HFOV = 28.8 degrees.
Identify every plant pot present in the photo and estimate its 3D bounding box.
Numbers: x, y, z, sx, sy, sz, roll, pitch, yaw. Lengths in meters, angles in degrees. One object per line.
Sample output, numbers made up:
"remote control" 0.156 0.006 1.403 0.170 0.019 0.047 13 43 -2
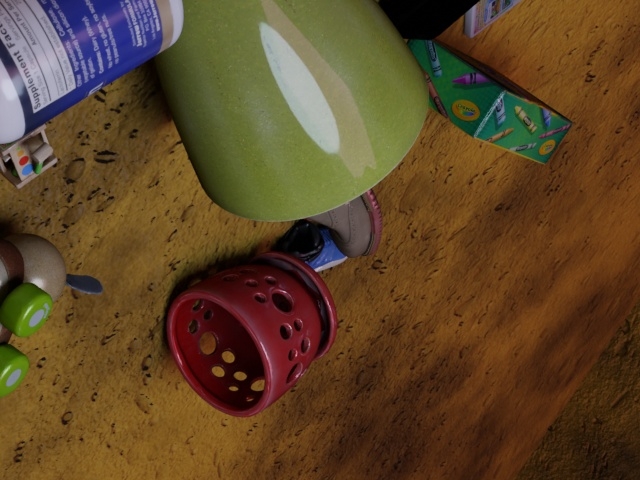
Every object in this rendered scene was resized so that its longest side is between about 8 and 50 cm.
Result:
"plant pot" -0.063 -0.215 1.265 0.275 0.275 0.293 -44 137 -13
"plant pot" -0.086 0.120 1.693 0.174 0.191 0.191 -31 147 -45

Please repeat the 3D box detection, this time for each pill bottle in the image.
"pill bottle" -0.265 -0.179 1.088 0.265 0.153 0.153 -36 149 -24

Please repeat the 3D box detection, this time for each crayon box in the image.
"crayon box" 0.236 -0.201 1.795 0.081 0.165 0.278 -58 152 14

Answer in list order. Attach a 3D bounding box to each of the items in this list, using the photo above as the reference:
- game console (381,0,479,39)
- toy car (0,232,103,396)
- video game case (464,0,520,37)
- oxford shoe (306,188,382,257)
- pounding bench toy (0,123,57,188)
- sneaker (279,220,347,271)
"game console" 0.114 -0.321 1.504 0.213 0.044 0.361 -39 163 33
"toy car" -0.322 0.051 1.308 0.188 0.155 0.149 -26 146 -60
"video game case" 0.260 -0.382 1.768 0.143 0.019 0.157 -38 151 -22
"oxford shoe" -0.008 -0.075 1.664 0.130 0.123 0.348 -32 142 -9
"pounding bench toy" -0.292 -0.086 1.235 0.052 0.083 0.065 -39 150 -22
"sneaker" 0.001 0.001 1.808 0.152 0.058 0.084 -28 154 -26
